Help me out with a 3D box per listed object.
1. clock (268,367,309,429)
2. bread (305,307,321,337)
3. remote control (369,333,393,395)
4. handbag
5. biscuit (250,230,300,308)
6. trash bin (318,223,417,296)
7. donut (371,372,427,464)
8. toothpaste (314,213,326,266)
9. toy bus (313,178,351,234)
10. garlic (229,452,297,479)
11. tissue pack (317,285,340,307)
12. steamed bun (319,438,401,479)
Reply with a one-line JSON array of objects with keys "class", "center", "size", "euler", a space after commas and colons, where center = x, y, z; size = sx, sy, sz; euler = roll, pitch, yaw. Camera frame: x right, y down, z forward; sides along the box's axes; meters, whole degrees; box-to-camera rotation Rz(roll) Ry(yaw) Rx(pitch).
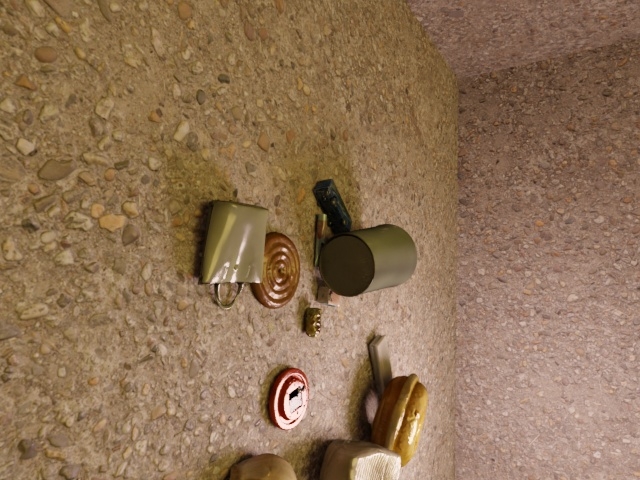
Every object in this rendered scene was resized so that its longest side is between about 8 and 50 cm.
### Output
[{"class": "clock", "center": [-0.102, 0.544, 1.502], "size": [0.205, 0.051, 0.205], "euler": [4, 85, -55]}, {"class": "bread", "center": [-0.028, 0.305, 1.621], "size": [0.066, 0.060, 0.110], "euler": [64, 30, -81]}, {"class": "remote control", "center": [0.291, 0.597, 2.091], "size": [0.103, 0.055, 0.277], "euler": [-34, 119, -52]}, {"class": "handbag", "center": [-0.244, 0.046, 1.267], "size": [0.241, 0.109, 0.316], "euler": [7, 86, -54]}, {"class": "biscuit", "center": [-0.144, 0.100, 1.474], "size": [0.262, 0.037, 0.262], "euler": [3, 86, -56]}, {"class": "trash bin", "center": [0.210, 0.076, 1.789], "size": [0.432, 0.280, 0.281], "euler": [-7, 94, -56]}, {"class": "donut", "center": [0.368, 0.822, 2.005], "size": [0.449, 0.198, 0.449], "euler": [-46, 144, -48]}, {"class": "toothpaste", "center": [0.000, 0.000, 1.700], "size": [0.056, 0.036, 0.205], "euler": [7, 88, -56]}, {"class": "toy bus", "center": [0.057, -0.134, 1.750], "size": [0.237, 0.079, 0.094], "euler": [61, 40, -35]}, {"class": "garlic", "center": [-0.170, 0.805, 1.279], "size": [0.249, 0.286, 0.313], "euler": [-21, 105, -9]}, {"class": "tissue pack", "center": [0.035, 0.222, 1.717], "size": [0.094, 0.058, 0.074], "euler": [26, 64, -54]}, {"class": "steamed bun", "center": [0.129, 0.898, 1.679], "size": [0.383, 0.236, 0.247], "euler": [25, 71, -46]}]
